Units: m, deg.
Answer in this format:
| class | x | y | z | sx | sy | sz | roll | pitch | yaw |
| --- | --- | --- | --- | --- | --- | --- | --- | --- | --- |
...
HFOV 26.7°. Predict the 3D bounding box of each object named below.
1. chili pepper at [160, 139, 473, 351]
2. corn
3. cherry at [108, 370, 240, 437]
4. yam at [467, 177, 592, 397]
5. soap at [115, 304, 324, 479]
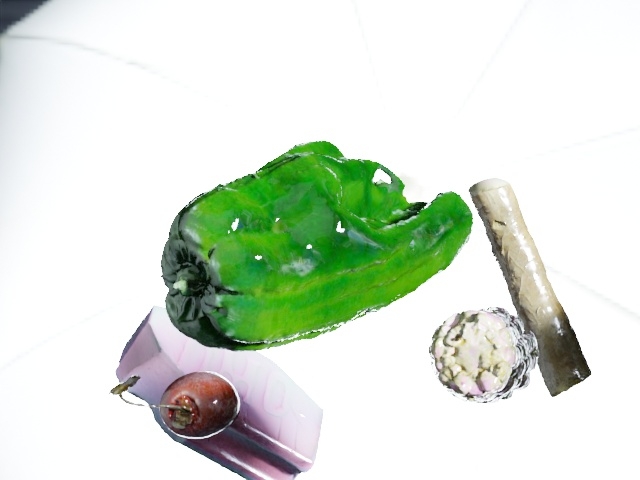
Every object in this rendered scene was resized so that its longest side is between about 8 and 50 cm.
| class | x | y | z | sx | sy | sz | roll | pitch | yaw |
| --- | --- | --- | --- | --- | --- | --- | --- | --- | --- |
| chili pepper | 0.004 | -0.007 | 1.481 | 0.167 | 0.385 | 0.213 | -16 | -88 | 53 |
| corn | 0.183 | 0.136 | 1.562 | 0.335 | 0.126 | 0.127 | 14 | 79 | -77 |
| cherry | -0.178 | 0.212 | 1.775 | 0.225 | 0.107 | 0.090 | 28 | 61 | -62 |
| yam | 0.327 | 0.068 | 2.110 | 0.081 | 0.081 | 0.357 | 29 | 39 | -89 |
| soap | -0.157 | 0.242 | 2.106 | 0.109 | 0.324 | 0.193 | -52 | -166 | 30 |
